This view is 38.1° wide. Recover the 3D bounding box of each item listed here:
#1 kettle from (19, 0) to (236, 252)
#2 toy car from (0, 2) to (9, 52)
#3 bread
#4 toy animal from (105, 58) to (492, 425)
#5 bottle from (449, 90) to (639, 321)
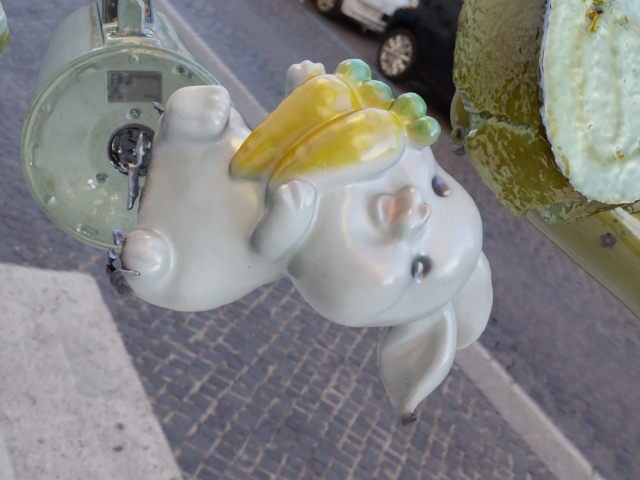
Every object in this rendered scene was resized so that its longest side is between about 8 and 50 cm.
[{"bbox_3d":[-0.254,-0.222,1.191,0.250,0.360,0.376,-6,26,-12],"label":"kettle"},{"bbox_3d":[-0.318,-0.231,0.640,0.101,0.124,0.256,-32,77,-27],"label":"toy car"},{"bbox_3d":[0.213,-0.144,0.777,0.186,0.256,0.124,-9,-1,-30],"label":"bread"},{"bbox_3d":[0.000,-0.002,0.750,0.310,0.247,0.182,10,49,3],"label":"toy animal"},{"bbox_3d":[0.293,-0.070,0.991,0.351,0.171,0.171,43,28,10],"label":"bottle"}]
